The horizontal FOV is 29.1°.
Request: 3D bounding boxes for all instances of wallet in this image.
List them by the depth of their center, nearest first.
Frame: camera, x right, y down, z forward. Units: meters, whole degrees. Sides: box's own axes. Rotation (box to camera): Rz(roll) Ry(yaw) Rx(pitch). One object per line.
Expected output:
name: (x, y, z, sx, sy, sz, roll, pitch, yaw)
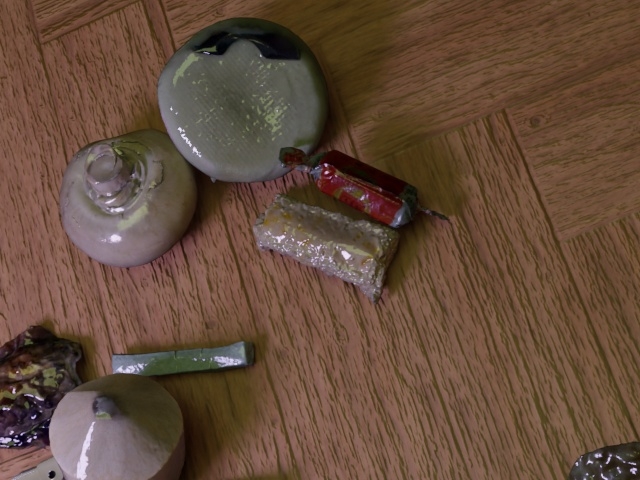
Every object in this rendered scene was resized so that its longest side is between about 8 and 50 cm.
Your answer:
wallet: (-0.422, 0.405, 2.005, 0.155, 0.039, 0.110, -25, 69, 9)

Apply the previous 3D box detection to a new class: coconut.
coconut: (-0.309, 0.304, 1.890, 0.202, 0.222, 0.202, 0, 56, -1)

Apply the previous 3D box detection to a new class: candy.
candy: (0.069, -0.084, 1.958, 0.292, 0.086, 0.059, 25, 120, 5)

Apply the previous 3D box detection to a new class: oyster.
oyster: (-0.517, 0.253, 2.059, 0.275, 0.100, 0.271, 35, 70, 30)

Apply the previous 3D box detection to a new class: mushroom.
mushroom: (-0.326, -0.084, 2.057, 0.246, 0.202, 0.246, -7, 60, 12)

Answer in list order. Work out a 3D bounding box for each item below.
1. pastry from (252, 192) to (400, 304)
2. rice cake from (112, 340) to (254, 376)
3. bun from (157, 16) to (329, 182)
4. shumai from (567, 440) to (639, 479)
pastry: (0.005, -0.004, 1.984, 0.259, 0.089, 0.121, 25, 71, 21)
rice cake: (-0.227, 0.196, 2.011, 0.245, 0.042, 0.045, -6, 82, 16)
bun: (-0.125, -0.232, 2.057, 0.283, 0.179, 0.283, 0, 97, -3)
shumai: (0.457, 0.387, 1.640, 0.256, 0.189, 0.218, -8, 68, 21)
